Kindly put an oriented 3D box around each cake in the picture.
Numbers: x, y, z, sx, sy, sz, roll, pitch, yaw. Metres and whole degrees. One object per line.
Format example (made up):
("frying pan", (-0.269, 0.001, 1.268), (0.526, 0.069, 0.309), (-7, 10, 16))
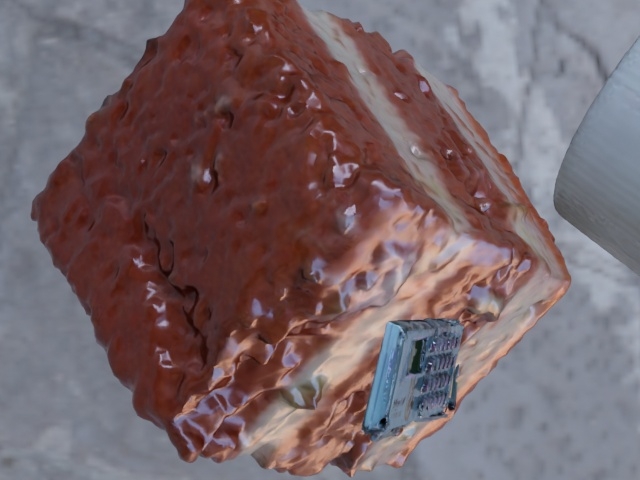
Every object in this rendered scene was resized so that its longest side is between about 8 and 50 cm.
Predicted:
("cake", (0.000, 0.000, 1.495), (0.319, 0.269, 0.270), (16, 34, -48))

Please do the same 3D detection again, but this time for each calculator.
("calculator", (0.047, 0.065, 0.937), (0.172, 0.018, 0.057), (10, 90, -76))

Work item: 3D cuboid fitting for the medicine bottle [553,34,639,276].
("medicine bottle", (0.226, 0.008, 0.759), (0.144, 0.252, 0.144), (-42, 160, -19))
